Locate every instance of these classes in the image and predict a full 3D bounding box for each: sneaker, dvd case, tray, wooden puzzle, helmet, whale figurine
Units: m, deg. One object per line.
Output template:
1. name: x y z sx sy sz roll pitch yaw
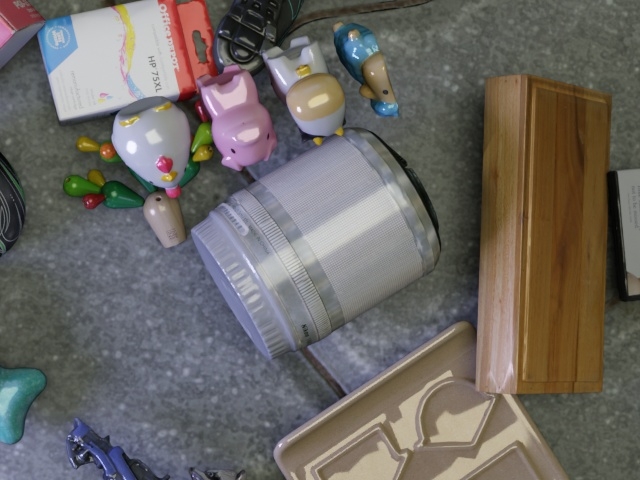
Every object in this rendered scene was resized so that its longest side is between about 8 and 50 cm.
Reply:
1. sneaker: -0.072 -0.324 1.942 0.101 0.106 0.267 30 75 -1
2. dvd case: 0.517 -0.017 2.029 0.253 0.022 0.180 -6 91 -23
3. tray: 0.303 -0.003 1.947 0.203 0.076 0.411 5 85 -46
4. wooden puzzle: 0.149 0.328 1.963 0.322 0.080 0.348 -33 98 -9
5. helmet: -0.453 -0.049 1.843 0.169 0.169 0.161 -30 76 -9
6. whale figurine: -0.485 0.163 1.830 0.272 0.141 0.216 27 83 -8

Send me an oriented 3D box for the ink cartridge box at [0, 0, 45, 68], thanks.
1. ink cartridge box: -0.521 -0.306 1.820 0.207 0.117 0.283 -41 95 18

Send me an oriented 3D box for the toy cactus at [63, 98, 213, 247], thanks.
1. toy cactus: -0.219 -0.080 1.913 0.219 0.112 0.180 -26 102 -18

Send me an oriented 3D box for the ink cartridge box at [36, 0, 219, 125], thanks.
1. ink cartridge box: -0.246 -0.241 1.918 0.231 0.078 0.134 -14 90 -10

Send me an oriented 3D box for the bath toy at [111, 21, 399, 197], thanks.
1. bath toy: -0.083 -0.152 1.814 0.348 0.151 0.129 -20 112 -3

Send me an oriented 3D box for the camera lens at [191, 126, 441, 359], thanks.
1. camera lens: 0.000 0.000 1.876 0.274 0.219 0.219 -31 93 -9

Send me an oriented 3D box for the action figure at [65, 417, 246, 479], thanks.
1. action figure: -0.233 0.398 1.871 0.330 0.178 0.341 -41 76 -20
